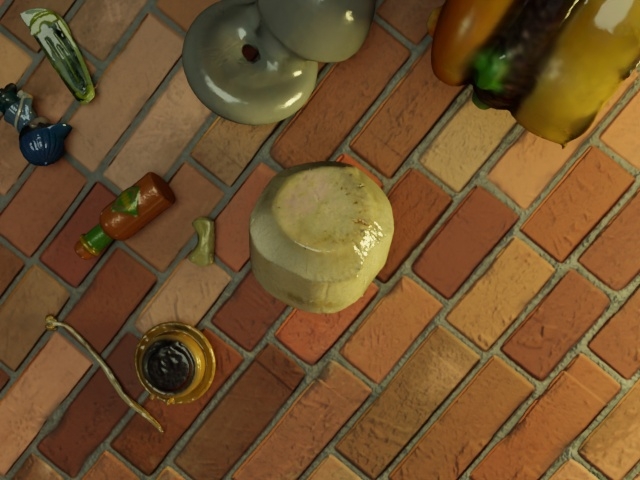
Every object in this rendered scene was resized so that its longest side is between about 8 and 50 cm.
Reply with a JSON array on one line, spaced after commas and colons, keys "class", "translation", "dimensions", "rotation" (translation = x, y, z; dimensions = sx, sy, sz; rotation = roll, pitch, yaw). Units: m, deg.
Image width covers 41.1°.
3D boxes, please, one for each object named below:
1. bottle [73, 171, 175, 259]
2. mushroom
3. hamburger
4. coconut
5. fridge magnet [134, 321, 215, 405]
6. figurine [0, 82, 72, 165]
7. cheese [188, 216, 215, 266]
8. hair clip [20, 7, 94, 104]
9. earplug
[{"class": "bottle", "translation": [-0.331, -0.034, 1.421], "dimensions": [0.187, 0.069, 0.069], "rotation": [-39, 89, 9]}, {"class": "mushroom", "translation": [-0.369, 0.228, 1.473], "dimensions": [0.286, 0.026, 0.028], "rotation": [42, 114, 0]}, {"class": "hamburger", "translation": [0.325, -0.352, 1.156], "dimensions": [0.278, 0.396, 0.395], "rotation": [31, 98, 4]}, {"class": "coconut", "translation": [0.001, -0.003, 1.315], "dimensions": [0.241, 0.241, 0.241], "rotation": [1, 95, 7]}, {"class": "fridge magnet", "translation": [-0.246, 0.207, 1.432], "dimensions": [0.143, 0.063, 0.143], "rotation": [1, 96, 10]}, {"class": "figurine", "translation": [-0.485, -0.194, 1.426], "dimensions": [0.149, 0.087, 0.086], "rotation": [46, 136, 2]}, {"class": "cheese", "translation": [-0.198, 0.001, 1.425], "dimensions": [0.044, 0.030, 0.083], "rotation": [3, 101, 1]}, {"class": "hair clip", "translation": [-0.430, -0.311, 1.428], "dimensions": [0.060, 0.033, 0.188], "rotation": [-31, 88, 6]}, {"class": "earplug", "translation": [-0.060, -0.320, 1.309], "dimensions": [0.326, 0.175, 0.214], "rotation": [-37, 87, 9]}]
